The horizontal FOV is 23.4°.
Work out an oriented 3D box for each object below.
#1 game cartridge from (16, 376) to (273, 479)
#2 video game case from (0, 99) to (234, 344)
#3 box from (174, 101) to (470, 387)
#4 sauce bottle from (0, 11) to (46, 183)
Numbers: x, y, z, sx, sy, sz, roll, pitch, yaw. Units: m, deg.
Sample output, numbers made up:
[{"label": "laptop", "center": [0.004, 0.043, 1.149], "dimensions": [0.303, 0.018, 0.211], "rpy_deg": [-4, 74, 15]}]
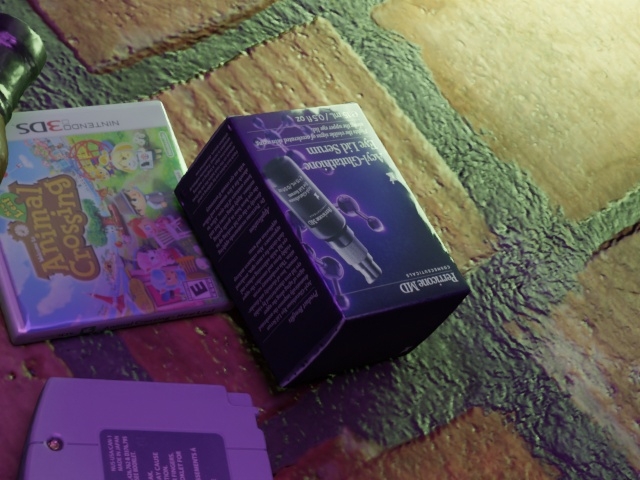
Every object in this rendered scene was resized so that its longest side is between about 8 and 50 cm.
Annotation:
[{"label": "game cartridge", "center": [-0.120, 0.233, 1.105], "dimensions": [0.198, 0.062, 0.297], "rpy_deg": [3, 49, -19]}, {"label": "video game case", "center": [-0.191, -0.022, 1.289], "dimensions": [0.193, 0.023, 0.212], "rpy_deg": [-8, 61, -28]}, {"label": "box", "center": [0.000, 0.000, 1.290], "dimensions": [0.153, 0.108, 0.207], "rpy_deg": [-12, 63, -43]}, {"label": "sauce bottle", "center": [-0.311, -0.036, 1.178], "dimensions": [0.111, 0.111, 0.344], "rpy_deg": [25, 55, -7]}]
